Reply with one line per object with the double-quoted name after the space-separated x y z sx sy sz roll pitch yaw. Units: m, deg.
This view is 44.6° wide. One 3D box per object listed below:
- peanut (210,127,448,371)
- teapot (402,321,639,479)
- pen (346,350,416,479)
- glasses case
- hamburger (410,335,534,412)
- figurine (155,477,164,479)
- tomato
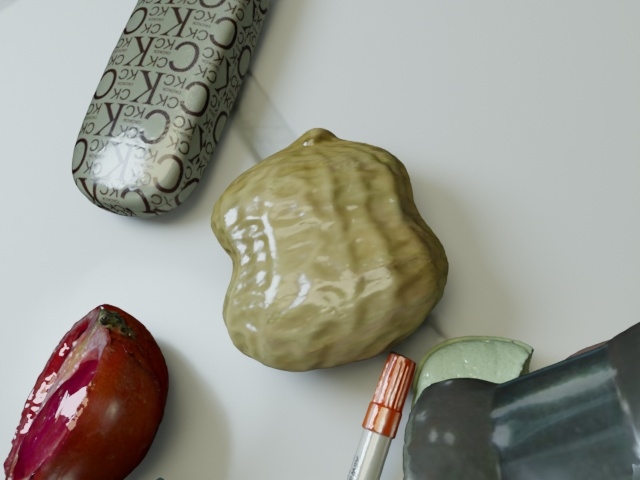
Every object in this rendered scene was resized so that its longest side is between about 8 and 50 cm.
0.000 0.000 0.682 0.197 0.110 0.233 -19 62 8 "peanut"
0.245 0.115 0.407 0.362 0.376 0.305 -23 99 19 "teapot"
0.027 0.202 0.603 0.028 0.028 0.239 15 77 23 "pen"
-0.152 -0.187 0.836 0.137 0.085 0.354 9 67 20 "glasses case"
0.113 0.128 0.617 0.084 0.054 0.121 14 67 29 "hamburger"
-0.135 0.286 0.596 0.144 0.114 0.178 36 91 6 "figurine"
-0.194 0.153 0.680 0.173 0.099 0.189 -57 22 2 "tomato"
